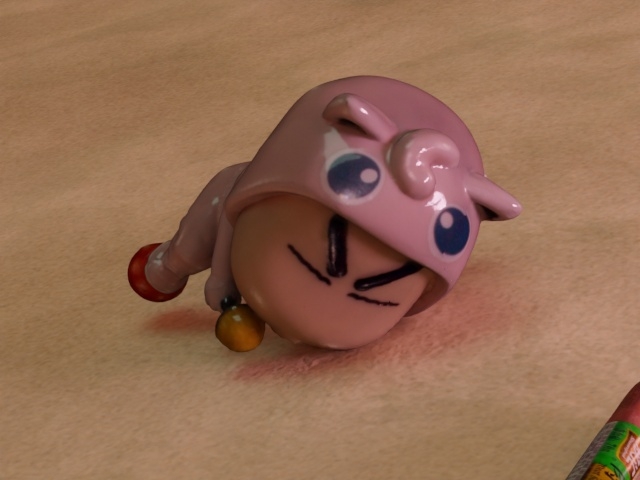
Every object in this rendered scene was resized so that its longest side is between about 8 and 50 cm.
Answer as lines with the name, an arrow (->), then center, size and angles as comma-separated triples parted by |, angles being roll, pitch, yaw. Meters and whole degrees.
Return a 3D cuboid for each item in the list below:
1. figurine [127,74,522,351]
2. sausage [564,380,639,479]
figurine -> 0.000, 0.000, 1.216 | 0.287, 0.176, 0.186 | -12, 56, 54
sausage -> 0.136, 0.125, 0.923 | 0.029, 0.029, 0.223 | -1, 24, 31
